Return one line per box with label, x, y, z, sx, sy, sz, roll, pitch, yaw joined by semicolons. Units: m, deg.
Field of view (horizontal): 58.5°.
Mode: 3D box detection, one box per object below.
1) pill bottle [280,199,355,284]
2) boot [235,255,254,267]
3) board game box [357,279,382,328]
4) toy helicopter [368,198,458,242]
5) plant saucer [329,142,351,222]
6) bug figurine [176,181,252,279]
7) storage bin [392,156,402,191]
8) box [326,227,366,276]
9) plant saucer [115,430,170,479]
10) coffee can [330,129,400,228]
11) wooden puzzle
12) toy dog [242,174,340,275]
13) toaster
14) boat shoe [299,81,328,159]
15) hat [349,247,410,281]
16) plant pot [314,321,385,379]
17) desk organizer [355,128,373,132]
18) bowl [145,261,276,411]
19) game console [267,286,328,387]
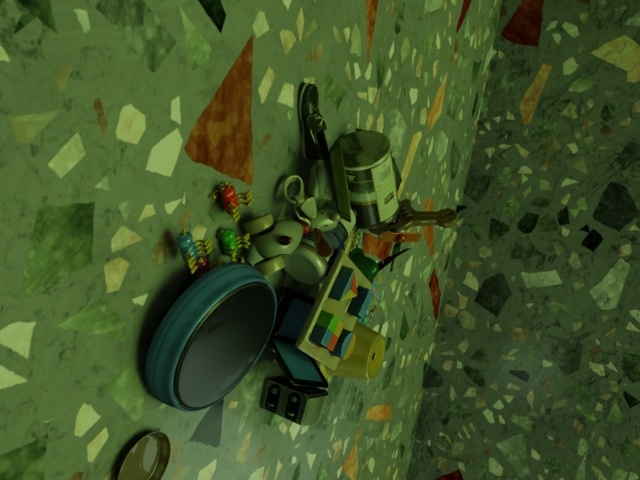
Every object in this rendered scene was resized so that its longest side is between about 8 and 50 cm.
pill bottle;0.000;0.000;1.785;0.264;0.153;0.153;-54;145;-38
boot;-0.229;0.116;1.508;0.084;0.059;0.158;59;46;-43
board game box;0.189;0.284;2.394;0.210;0.047;0.160;-66;151;-21
toy helicopter;0.350;-0.074;2.208;0.235;0.355;0.140;-76;160;-44
plant saucer;0.056;-0.169;1.707;0.241;0.037;0.241;171;-90;-90
bug figurine;-0.257;-0.003;1.375;0.279;0.072;0.216;-57;153;-44
storage bin;0.224;-0.243;2.148;0.084;0.122;0.180;-67;152;-19
box;0.095;0.067;2.119;0.159;0.044;0.233;23;80;-63
plant saucer;-0.419;0.527;1.338;0.168;0.029;0.168;-33;130;-53
coffee can;0.157;-0.205;1.947;0.201;0.201;0.275;-57;147;-35
wooden puzzle;0.069;0.234;1.792;0.322;0.080;0.348;-65;153;-15
toy dog;-0.056;-0.032;1.565;0.333;0.161;0.220;-50;117;-34
toaster;-0.082;0.510;1.839;0.186;0.168;0.110;19;87;-62
boat shoe;-0.013;-0.350;1.693;0.084;0.079;0.233;-38;132;-49
hat;0.204;0.121;2.098;0.173;0.184;0.208;-12;112;-62
plant pot;0.094;0.383;2.041;0.254;0.239;0.254;-33;129;-54
desk organizer;0.152;-0.332;2.048;0.047;0.050;0.130;-13;113;-61
bowl;-0.248;0.242;1.398;0.391;0.077;0.391;-43;149;-35
game console;-0.046;0.310;1.802;0.250;0.173;0.293;-66;153;-5
